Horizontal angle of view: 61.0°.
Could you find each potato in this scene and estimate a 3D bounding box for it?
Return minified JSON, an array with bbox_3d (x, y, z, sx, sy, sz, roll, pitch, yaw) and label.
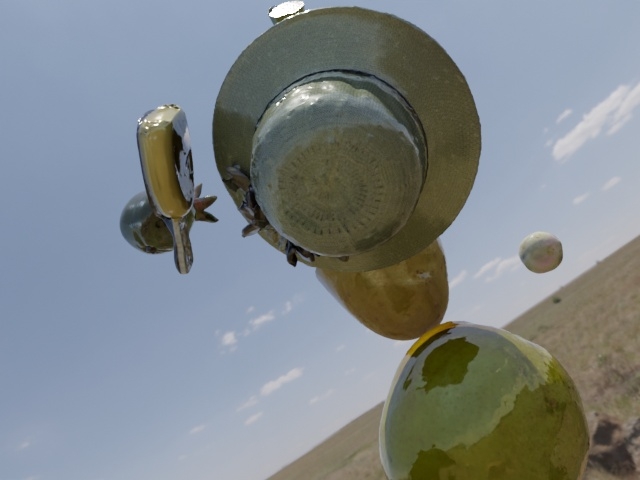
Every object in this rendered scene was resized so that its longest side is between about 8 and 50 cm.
[{"bbox_3d":[0.111,0.061,0.768,0.178,0.158,0.203,-41,-16,20],"label":"potato"}]

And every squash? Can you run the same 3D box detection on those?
[{"bbox_3d":[-0.079,-0.576,1.494,0.105,0.105,0.132,-29,-47,-13],"label":"squash"}]

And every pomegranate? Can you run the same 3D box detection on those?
[{"bbox_3d":[-0.300,-0.047,1.092,0.152,0.130,0.191,-7,13,36],"label":"pomegranate"}]

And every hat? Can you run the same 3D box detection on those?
[{"bbox_3d":[0.014,-0.064,0.462,0.257,0.257,0.130,-40,12,20],"label":"hat"}]

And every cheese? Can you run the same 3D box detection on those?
[{"bbox_3d":[-0.140,-0.041,0.516,0.036,0.086,0.162,-2,-62,-3],"label":"cheese"}]

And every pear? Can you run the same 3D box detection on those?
[{"bbox_3d":[0.148,0.176,0.511,0.200,0.200,0.200,-30,-19,-11],"label":"pear"}]

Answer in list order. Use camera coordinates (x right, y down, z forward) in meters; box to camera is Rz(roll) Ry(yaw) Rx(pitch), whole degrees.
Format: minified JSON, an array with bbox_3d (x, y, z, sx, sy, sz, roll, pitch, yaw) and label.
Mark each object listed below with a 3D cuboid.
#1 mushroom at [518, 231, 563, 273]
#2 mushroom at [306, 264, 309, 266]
[{"bbox_3d":[0.435,0.024,1.074,0.084,0.083,0.067,-37,-14,10],"label":"mushroom"},{"bbox_3d":[-0.001,0.001,0.881,0.080,0.170,0.135,-41,27,-31],"label":"mushroom"}]
